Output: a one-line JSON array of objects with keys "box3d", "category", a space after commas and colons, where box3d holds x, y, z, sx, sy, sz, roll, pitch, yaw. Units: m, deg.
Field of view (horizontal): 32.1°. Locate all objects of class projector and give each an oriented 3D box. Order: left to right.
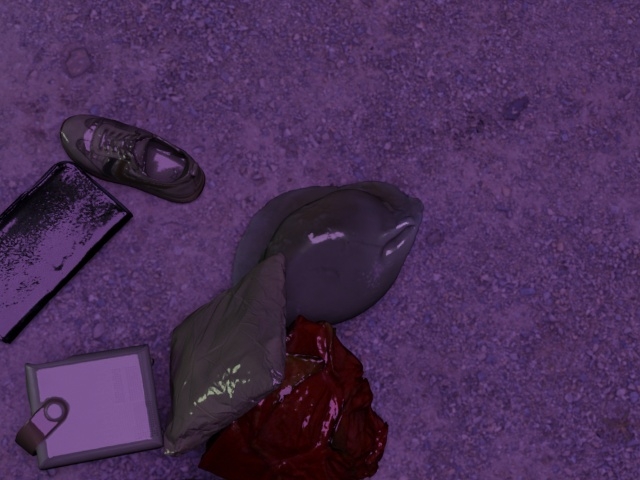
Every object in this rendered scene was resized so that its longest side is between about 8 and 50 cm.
[{"box3d": [-0.390, 0.281, 1.856, 0.242, 0.163, 0.177, -10, 79, -13], "category": "projector"}]

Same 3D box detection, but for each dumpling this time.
[{"box3d": [0.014, 0.008, 1.950, 0.321, 0.212, 0.270, -8, 77, -21], "category": "dumpling"}]

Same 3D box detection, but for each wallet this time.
[{"box3d": [-0.499, 0.014, 1.954, 0.172, 0.045, 0.318, 41, 75, -2], "category": "wallet"}]

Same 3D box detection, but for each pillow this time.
[{"box3d": [-0.160, 0.181, 1.815, 0.076, 0.281, 0.274, 32, 38, -31], "category": "pillow"}]

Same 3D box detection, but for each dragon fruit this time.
[{"box3d": [-0.010, 0.286, 1.910, 0.330, 0.240, 0.302, 27, 106, -26], "category": "dragon fruit"}]

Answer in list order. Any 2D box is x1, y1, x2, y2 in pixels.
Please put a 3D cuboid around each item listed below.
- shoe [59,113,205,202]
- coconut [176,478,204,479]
[{"box3d": [-0.335, -0.156, 1.988, 0.275, 0.098, 0.103, 19, 73, -3], "category": "shoe"}, {"box3d": [-0.223, 0.534, 1.773, 0.323, 0.323, 0.323, 2, 78, -8], "category": "coconut"}]
